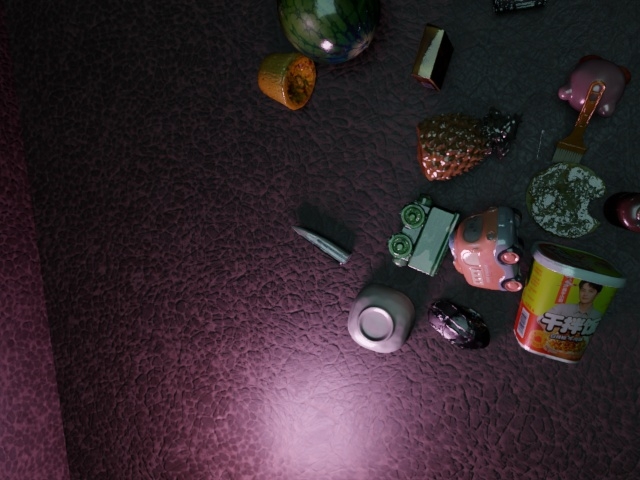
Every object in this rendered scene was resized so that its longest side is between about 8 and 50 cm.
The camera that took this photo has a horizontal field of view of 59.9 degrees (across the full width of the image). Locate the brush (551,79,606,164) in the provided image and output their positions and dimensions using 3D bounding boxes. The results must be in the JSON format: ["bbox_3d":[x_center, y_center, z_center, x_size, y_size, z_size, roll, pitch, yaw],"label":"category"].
[{"bbox_3d":[0.795,-0.349,1.692,0.090,0.017,0.315,19,139,15],"label":"brush"}]

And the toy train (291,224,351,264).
[{"bbox_3d":[-0.001,0.000,2.066,0.251,0.055,0.048,34,105,11],"label":"toy train"}]

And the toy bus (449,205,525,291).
[{"bbox_3d":[0.539,0.030,1.790,0.231,0.194,0.288,-2,137,25],"label":"toy bus"}]

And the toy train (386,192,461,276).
[{"bbox_3d":[0.349,-0.022,1.905,0.201,0.145,0.266,23,103,11],"label":"toy train"}]

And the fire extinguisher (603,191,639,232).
[{"bbox_3d":[0.917,-0.091,1.609,0.114,0.337,0.136,33,105,11],"label":"fire extinguisher"}]

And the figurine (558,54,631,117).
[{"bbox_3d":[0.833,-0.464,1.687,0.173,0.173,0.174,2,96,18],"label":"figurine"}]

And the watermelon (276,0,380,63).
[{"bbox_3d":[0.031,-0.764,1.833,0.362,0.363,0.364,2,96,18],"label":"watermelon"}]

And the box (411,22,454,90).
[{"bbox_3d":[0.365,-0.583,1.789,0.071,0.240,0.160,22,102,17],"label":"box"}]

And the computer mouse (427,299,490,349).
[{"bbox_3d":[0.481,0.298,1.930,0.241,0.077,0.147,33,103,12],"label":"computer mouse"}]

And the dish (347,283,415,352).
[{"bbox_3d":[0.210,0.290,1.996,0.256,0.117,0.257,2,96,19],"label":"dish"}]

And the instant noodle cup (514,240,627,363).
[{"bbox_3d":[0.755,0.196,1.742,0.293,0.294,0.308,18,109,15],"label":"instant noodle cup"}]

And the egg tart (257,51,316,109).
[{"bbox_3d":[-0.125,-0.579,1.988,0.147,0.202,0.203,20,102,29],"label":"egg tart"}]

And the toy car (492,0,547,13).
[{"bbox_3d":[0.637,-0.769,1.774,0.164,0.062,0.071,-2,96,18],"label":"toy car"}]

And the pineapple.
[{"bbox_3d":[0.495,-0.323,1.805,0.356,0.223,0.223,-12,92,5],"label":"pineapple"}]

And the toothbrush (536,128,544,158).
[{"bbox_3d":[0.722,-0.316,1.823,0.008,0.006,0.097,12,99,13],"label":"toothbrush"}]

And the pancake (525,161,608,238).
[{"bbox_3d":[0.788,-0.130,1.792,0.253,0.037,0.254,4,100,26],"label":"pancake"}]
